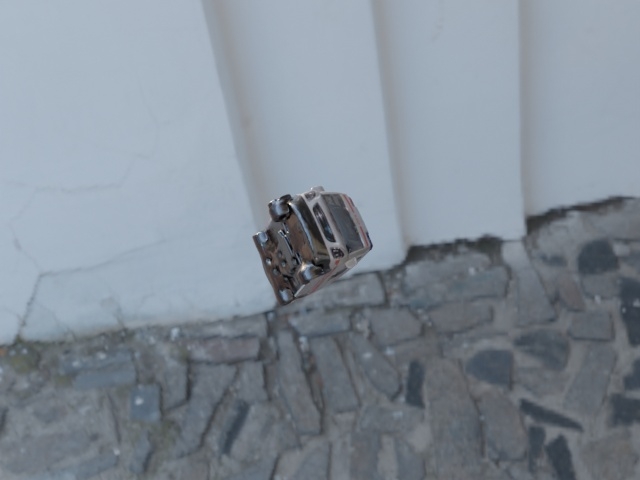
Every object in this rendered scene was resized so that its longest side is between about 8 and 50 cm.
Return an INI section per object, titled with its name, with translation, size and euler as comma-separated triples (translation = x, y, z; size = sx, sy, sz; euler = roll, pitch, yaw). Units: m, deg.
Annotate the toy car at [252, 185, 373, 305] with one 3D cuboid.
[toy car]
translation = 0.000, 0.000, 1.136
size = 0.108, 0.210, 0.089
euler = -20, 81, -14
